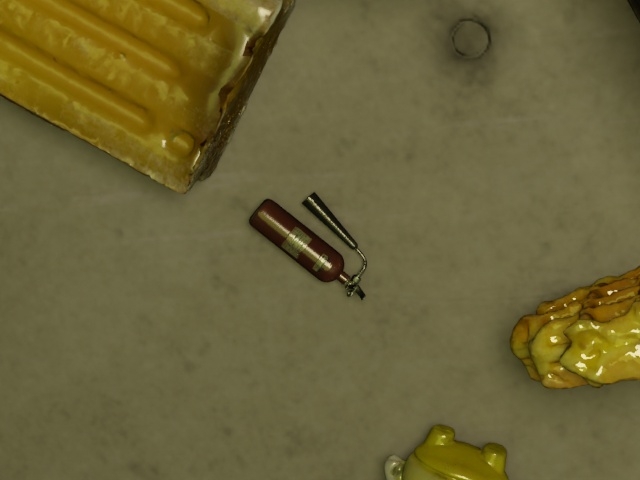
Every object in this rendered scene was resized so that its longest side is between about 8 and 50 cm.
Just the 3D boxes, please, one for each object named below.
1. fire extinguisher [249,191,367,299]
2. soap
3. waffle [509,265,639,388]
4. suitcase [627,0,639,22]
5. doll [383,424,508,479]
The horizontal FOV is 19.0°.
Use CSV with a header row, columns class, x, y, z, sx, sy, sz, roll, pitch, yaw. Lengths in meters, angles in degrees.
class,x,y,z,sx,sy,sz,roll,pitch,yaw
fire extinguisher,0.001,0.000,1.373,0.100,0.032,0.046,38,73,3
soap,-0.164,-0.163,1.342,0.257,0.080,0.160,29,105,5
waffle,0.227,0.050,1.259,0.211,0.160,0.055,-15,97,15
suitcase,0.307,-0.180,1.122,0.194,0.283,0.434,-22,100,55
doll,0.084,0.215,1.380,0.106,0.062,0.162,20,105,12
